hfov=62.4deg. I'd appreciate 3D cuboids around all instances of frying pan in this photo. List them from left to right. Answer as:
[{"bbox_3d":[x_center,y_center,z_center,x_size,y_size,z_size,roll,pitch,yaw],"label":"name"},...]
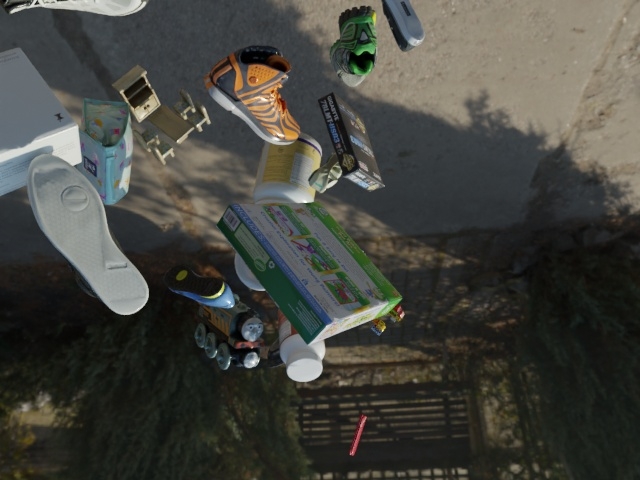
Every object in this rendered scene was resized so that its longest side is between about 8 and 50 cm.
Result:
[{"bbox_3d":[-0.056,0.280,1.644,0.197,0.326,0.053,-29,101,37],"label":"frying pan"}]

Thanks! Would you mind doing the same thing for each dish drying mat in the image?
[{"bbox_3d":[0.079,0.409,1.110,0.008,0.083,0.032,13,162,24],"label":"dish drying mat"}]

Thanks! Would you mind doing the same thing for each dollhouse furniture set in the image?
[{"bbox_3d":[-0.515,-0.411,1.673,0.242,0.212,0.161,38,163,17],"label":"dollhouse furniture set"}]

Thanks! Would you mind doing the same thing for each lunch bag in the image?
[{"bbox_3d":[-0.650,-0.266,1.595,0.160,0.262,0.223,0,134,-23],"label":"lunch bag"}]

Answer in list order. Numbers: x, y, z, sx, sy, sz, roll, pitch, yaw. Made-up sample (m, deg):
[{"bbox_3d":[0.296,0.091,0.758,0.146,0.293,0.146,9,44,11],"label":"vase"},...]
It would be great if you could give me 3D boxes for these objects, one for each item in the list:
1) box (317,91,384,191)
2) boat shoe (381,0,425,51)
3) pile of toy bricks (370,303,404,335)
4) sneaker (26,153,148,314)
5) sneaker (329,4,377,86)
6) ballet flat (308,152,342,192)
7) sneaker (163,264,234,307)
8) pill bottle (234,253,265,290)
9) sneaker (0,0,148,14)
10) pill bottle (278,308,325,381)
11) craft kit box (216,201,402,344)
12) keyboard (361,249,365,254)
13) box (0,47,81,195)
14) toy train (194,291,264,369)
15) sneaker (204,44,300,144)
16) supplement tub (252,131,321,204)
[{"bbox_3d":[0.114,-0.339,1.868,0.073,0.293,0.295,-23,166,20],"label":"box"},{"bbox_3d":[0.116,-0.364,0.827,0.049,0.142,0.040,-21,177,-31],"label":"boat shoe"},{"bbox_3d":[0.125,0.169,1.469,0.212,0.118,0.105,38,154,11],"label":"pile of toy bricks"},{"bbox_3d":[-0.418,-0.003,0.916,0.147,0.104,0.295,-3,119,54],"label":"sneaker"},{"bbox_3d":[0.099,-0.549,1.598,0.134,0.146,0.343,-6,171,0],"label":"sneaker"},{"bbox_3d":[0.031,-0.237,1.872,0.086,0.248,0.086,11,123,18],"label":"ballet flat"},{"bbox_3d":[-0.292,0.119,1.264,0.209,0.069,0.082,13,148,34],"label":"sneaker"},{"bbox_3d":[-0.097,0.044,1.221,0.124,0.124,0.221,-11,177,17],"label":"pill bottle"},{"bbox_3d":[-0.713,-0.679,1.459,0.447,0.257,0.169,11,130,19],"label":"sneaker"},{"bbox_3d":[-0.051,0.263,1.415,0.121,0.216,0.121,-4,128,-5],"label":"pill bottle"},{"bbox_3d":[-0.011,0.037,0.882,0.247,0.250,0.061,-9,144,-53],"label":"craft kit box"},{"bbox_3d":[0.000,0.000,1.330,0.072,0.256,0.014,-31,130,-28],"label":"keyboard"},{"bbox_3d":[-0.528,-0.191,0.872,0.181,0.182,0.119,-33,170,-31],"label":"box"},{"bbox_3d":[-0.283,0.264,1.620,0.142,0.190,0.334,4,-171,-35],"label":"toy train"},{"bbox_3d":[-0.121,-0.367,1.345,0.180,0.124,0.321,-31,147,26],"label":"sneaker"},{"bbox_3d":[-0.133,-0.237,2.077,0.241,0.331,0.241,8,160,3],"label":"supplement tub"}]
